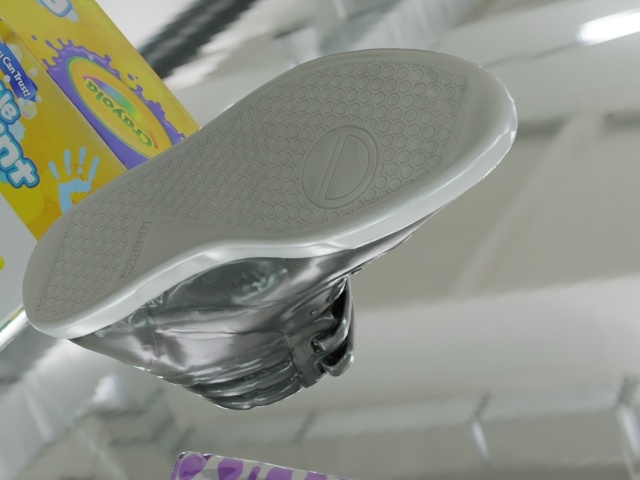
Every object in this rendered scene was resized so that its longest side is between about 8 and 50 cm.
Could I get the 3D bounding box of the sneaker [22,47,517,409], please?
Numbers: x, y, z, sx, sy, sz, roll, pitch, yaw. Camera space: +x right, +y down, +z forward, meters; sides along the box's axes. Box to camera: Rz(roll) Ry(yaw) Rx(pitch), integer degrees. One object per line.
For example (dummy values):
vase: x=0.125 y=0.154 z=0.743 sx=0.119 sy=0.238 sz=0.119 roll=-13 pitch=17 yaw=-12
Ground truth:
sneaker: x=0.000 y=0.000 z=0.996 sx=0.295 sy=0.147 sz=0.105 roll=-24 pitch=-127 yaw=31

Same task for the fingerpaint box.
fingerpaint box: x=-0.377 y=-0.125 z=1.755 sx=0.371 sy=0.445 sz=0.163 roll=-41 pitch=178 yaw=27

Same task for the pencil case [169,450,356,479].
pencil case: x=0.001 y=0.183 z=1.135 sx=0.206 sy=0.086 sz=0.088 roll=9 pitch=-146 yaw=9
